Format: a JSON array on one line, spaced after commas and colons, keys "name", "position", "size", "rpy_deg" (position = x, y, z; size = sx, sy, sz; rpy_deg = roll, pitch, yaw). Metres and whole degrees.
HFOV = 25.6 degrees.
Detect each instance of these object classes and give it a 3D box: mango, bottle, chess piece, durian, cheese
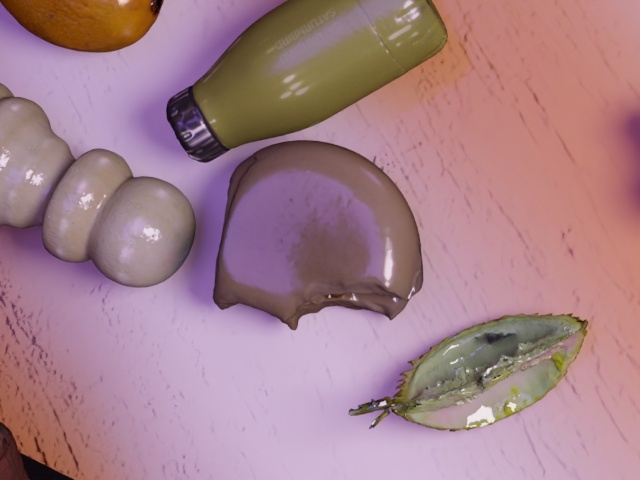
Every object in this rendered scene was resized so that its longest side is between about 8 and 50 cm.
[{"name": "mango", "position": [-0.262, -0.282, 1.373], "size": [0.262, 0.109, 0.157], "rpy_deg": [32, 98, 19]}, {"name": "bottle", "position": [-0.018, -0.161, 1.283], "size": [0.260, 0.112, 0.112], "rpy_deg": [-29, 77, 12]}, {"name": "chess piece", "position": [-0.238, -0.038, 1.334], "size": [0.251, 0.144, 0.144], "rpy_deg": [26, 92, 12]}, {"name": "durian", "position": [0.131, 0.115, 1.215], "size": [0.215, 0.100, 0.086], "rpy_deg": [-25, 74, 7]}, {"name": "cheese", "position": [0.000, 0.000, 1.273], "size": [0.202, 0.091, 0.175], "rpy_deg": [16, 91, 18]}]

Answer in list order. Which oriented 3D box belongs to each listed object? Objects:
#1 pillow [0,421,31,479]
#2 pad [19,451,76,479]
[{"name": "pillow", "position": [-0.381, 0.249, 1.281], "size": [0.308, 0.305, 0.108], "rpy_deg": [7, 45, 19]}, {"name": "pad", "position": [-0.237, 0.318, 1.357], "size": [0.265, 0.009, 0.159], "rpy_deg": [23, 92, 20]}]
